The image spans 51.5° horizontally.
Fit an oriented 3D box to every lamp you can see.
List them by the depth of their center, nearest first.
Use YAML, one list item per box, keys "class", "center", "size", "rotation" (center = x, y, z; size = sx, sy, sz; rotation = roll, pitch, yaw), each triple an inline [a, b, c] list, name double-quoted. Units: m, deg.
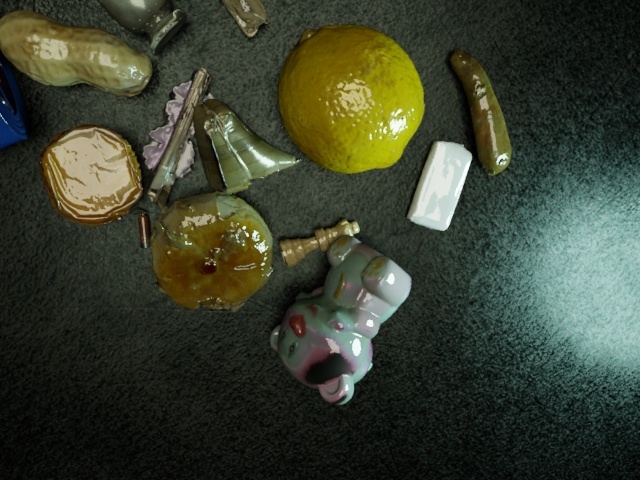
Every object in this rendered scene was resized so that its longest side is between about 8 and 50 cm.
- class: "lamp"
  center: [0.052, 0.167, 1.358]
  size: [0.301, 0.247, 0.247]
  rotation: [-55, 139, -3]

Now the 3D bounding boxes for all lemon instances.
- class: "lemon"
  center: [0.055, -0.263, 1.247]
  size: [0.293, 0.293, 0.293]
  rotation: [-1, 99, -5]

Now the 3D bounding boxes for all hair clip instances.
- class: "hair clip"
  center: [-0.286, -0.206, 1.319]
  size: [0.106, 0.084, 0.292]
  rotation: [22, 91, -4]

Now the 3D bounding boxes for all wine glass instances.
- class: "wine glass"
  center: [-0.355, -0.461, 1.251]
  size: [0.111, 0.111, 0.204]
  rotation: [-44, 101, 2]

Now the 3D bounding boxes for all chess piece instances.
- class: "chess piece"
  center: [0.000, 0.000, 1.388]
  size: [0.172, 0.060, 0.060]
  rotation: [-20, 100, -3]

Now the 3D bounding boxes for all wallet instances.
- class: "wallet"
  center: [0.255, -0.118, 1.405]
  size: [0.095, 0.033, 0.190]
  rotation: [18, 97, -10]

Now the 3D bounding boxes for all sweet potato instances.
- class: "sweet potato"
  center: [0.335, -0.270, 1.372]
  size: [0.075, 0.075, 0.273]
  rotation: [-20, 98, -2]

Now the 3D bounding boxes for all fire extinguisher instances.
- class: "fire extinguisher"
  center: [-0.365, -0.026, 1.365]
  size: [0.028, 0.022, 0.083]
  rotation: [0, 100, 25]

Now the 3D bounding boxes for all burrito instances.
- class: "burrito"
  center: [-0.186, -0.528, 1.285]
  size: [0.082, 0.059, 0.275]
  rotation: [-30, 100, 12]

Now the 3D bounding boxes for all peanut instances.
- class: "peanut"
  center: [-0.463, -0.348, 1.252]
  size: [0.290, 0.130, 0.130]
  rotation: [11, 98, -6]

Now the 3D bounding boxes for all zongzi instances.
- class: "zongzi"
  center: [-0.144, -0.197, 1.308]
  size: [0.197, 0.099, 0.194]
  rotation: [-18, 130, -10]

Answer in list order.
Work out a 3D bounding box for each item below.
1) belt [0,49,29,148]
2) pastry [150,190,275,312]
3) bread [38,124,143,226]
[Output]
- class: "belt"
  center: [-0.654, -0.328, 1.193]
  size: [0.117, 0.212, 0.347]
  rotation: [-22, 104, -1]
- class: "pastry"
  center: [-0.212, 0.025, 1.313]
  size: [0.257, 0.121, 0.236]
  rotation: [16, 113, -16]
- class: "bread"
  center: [-0.444, -0.129, 1.301]
  size: [0.199, 0.104, 0.199]
  rotation: [-2, 101, -10]
